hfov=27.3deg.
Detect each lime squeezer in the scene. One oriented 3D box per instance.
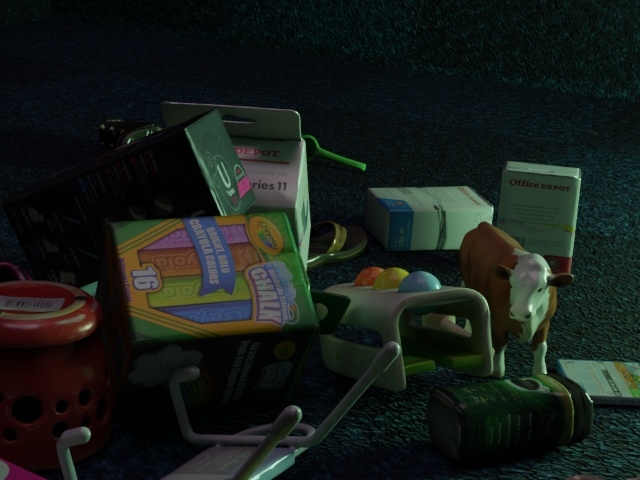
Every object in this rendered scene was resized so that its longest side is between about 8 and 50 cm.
[{"bbox_3d":[-0.025,-0.195,2.832,0.110,0.058,0.310,28,1,-33],"label":"lime squeezer"}]

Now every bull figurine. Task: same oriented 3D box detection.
[{"bbox_3d":[0.255,0.080,1.774,0.101,0.188,0.310,1,18,-7],"label":"bull figurine"}]

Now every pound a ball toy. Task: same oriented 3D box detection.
[{"bbox_3d":[0.127,0.096,1.686,0.208,0.135,0.319,-8,4,-18],"label":"pound a ball toy"}]

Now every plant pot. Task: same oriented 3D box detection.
[{"bbox_3d":[-0.331,0.144,1.498,0.191,0.174,0.191,3,15,-1],"label":"plant pot"}]

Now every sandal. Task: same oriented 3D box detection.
[{"bbox_3d":[0.000,0.000,2.184,0.090,0.060,0.219,19,24,41],"label":"sandal"}]

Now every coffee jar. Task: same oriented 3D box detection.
[{"bbox_3d":[0.224,0.206,1.554,0.184,0.079,0.096,-4,14,-21],"label":"coffee jar"}]

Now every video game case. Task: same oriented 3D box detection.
[{"bbox_3d":[0.405,0.189,1.746,0.166,0.015,0.119,3,17,-2],"label":"video game case"}]

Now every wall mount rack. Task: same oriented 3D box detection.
[{"bbox_3d":[-0.087,0.201,1.350,0.304,0.130,0.350,-6,11,31],"label":"wall mount rack"}]

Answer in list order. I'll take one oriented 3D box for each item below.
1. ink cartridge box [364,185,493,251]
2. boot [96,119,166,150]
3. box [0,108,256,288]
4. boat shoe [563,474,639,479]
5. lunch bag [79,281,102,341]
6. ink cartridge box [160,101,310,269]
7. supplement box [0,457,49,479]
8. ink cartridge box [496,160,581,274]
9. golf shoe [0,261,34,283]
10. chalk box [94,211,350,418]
[{"bbox_3d":[0.188,-0.040,2.309,0.191,0.082,0.139,0,18,-15],"label":"ink cartridge box"},{"bbox_3d":[-0.393,-0.199,2.700,0.179,0.085,0.236,10,12,25],"label":"boot"},{"bbox_3d":[-0.244,-0.049,1.711,0.270,0.143,0.165,-21,11,15],"label":"box"},{"bbox_3d":[0.321,0.279,1.411,0.133,0.049,0.042,5,44,-17],"label":"boat shoe"},{"bbox_3d":[-0.241,0.100,1.779,0.219,0.090,0.176,5,17,4],"label":"lunch bag"},{"bbox_3d":[-0.124,-0.055,1.902,0.207,0.119,0.353,4,-27,4],"label":"ink cartridge box"},{"bbox_3d":[-0.364,0.257,1.233,0.220,0.113,0.111,14,20,34],"label":"supplement box"},{"bbox_3d":[0.358,-0.036,2.174,0.128,0.175,0.072,7,18,10],"label":"ink cartridge box"},{"bbox_3d":[-0.404,0.082,1.728,0.115,0.140,0.306,-3,16,-17],"label":"golf shoe"},{"bbox_3d":[-0.113,0.086,1.602,0.289,0.180,0.179,-4,55,-20],"label":"chalk box"}]
